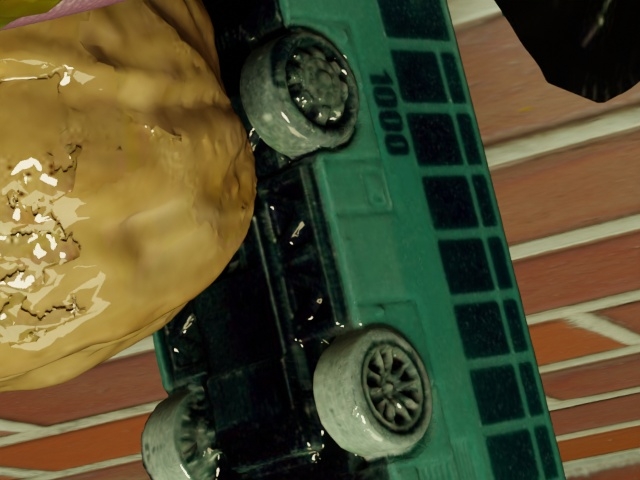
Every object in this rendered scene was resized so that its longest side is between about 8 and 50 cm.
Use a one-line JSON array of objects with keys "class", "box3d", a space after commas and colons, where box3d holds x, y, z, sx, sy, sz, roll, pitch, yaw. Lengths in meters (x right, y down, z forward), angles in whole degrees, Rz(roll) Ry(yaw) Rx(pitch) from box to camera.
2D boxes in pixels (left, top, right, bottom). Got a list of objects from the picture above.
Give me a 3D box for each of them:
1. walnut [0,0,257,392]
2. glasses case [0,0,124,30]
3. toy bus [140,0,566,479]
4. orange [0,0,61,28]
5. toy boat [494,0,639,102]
[{"class": "walnut", "box3d": [-0.146, -0.039, 0.638, 0.245, 0.198, 0.198, -4, 164, -4]}, {"class": "glasses case", "box3d": [-0.112, -0.110, 0.486, 0.316, 0.076, 0.123, -17, 144, -32]}, {"class": "toy bus", "box3d": [0.000, 0.000, 0.751, 0.128, 0.256, 0.147, -21, 167, 39]}, {"class": "orange", "box3d": [-0.069, -0.145, 0.256, 0.300, 0.223, 0.301, 1, 169, -42]}, {"class": "toy boat", "box3d": [0.062, -0.154, 0.521, 0.134, 0.092, 0.299, -43, 152, 0]}]
